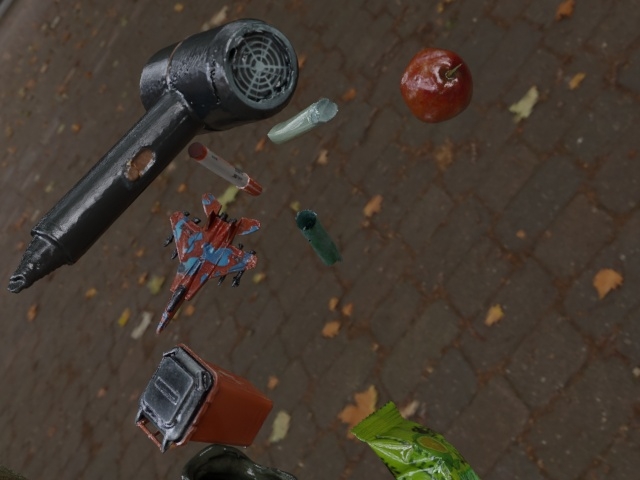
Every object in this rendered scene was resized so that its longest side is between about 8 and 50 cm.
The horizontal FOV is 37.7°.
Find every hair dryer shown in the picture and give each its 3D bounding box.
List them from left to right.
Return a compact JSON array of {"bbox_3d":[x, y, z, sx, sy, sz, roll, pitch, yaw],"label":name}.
[{"bbox_3d":[-0.176,-0.077,0.932,0.352,0.107,0.189,-52,25,-22],"label":"hair dryer"}]

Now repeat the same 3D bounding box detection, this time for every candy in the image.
[{"bbox_3d":[0.160,0.325,1.346,0.246,0.149,0.069,36,107,24],"label":"candy"}]

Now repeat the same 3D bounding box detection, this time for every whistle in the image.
[{"bbox_3d":[0.000,0.000,1.594,0.039,0.186,0.039,-6,68,14],"label":"whistle"}]

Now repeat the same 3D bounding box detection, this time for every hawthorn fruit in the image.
[{"bbox_3d":[0.190,-0.256,1.542,0.125,0.125,0.140,-48,-4,16],"label":"hawthorn fruit"}]

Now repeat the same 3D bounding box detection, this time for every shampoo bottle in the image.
[{"bbox_3d":[-0.040,-0.254,2.027,0.072,0.049,0.212,-39,12,-31],"label":"shampoo bottle"}]

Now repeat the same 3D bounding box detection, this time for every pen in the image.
[{"bbox_3d":[-0.147,-0.109,1.482,0.028,0.239,0.028,-4,77,18],"label":"pen"}]

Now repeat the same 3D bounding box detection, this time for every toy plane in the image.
[{"bbox_3d":[-0.160,0.038,1.215,0.189,0.130,0.061,-60,-5,2],"label":"toy plane"}]

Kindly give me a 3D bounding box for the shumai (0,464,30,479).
[{"bbox_3d":[-0.506,0.370,1.123,0.263,0.309,0.304,-67,8,-17],"label":"shumai"}]

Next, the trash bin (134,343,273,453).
[{"bbox_3d":[-0.228,0.334,1.865,0.161,0.239,0.184,32,91,43],"label":"trash bin"}]

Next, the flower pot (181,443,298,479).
[{"bbox_3d":[-0.165,0.542,1.782,0.213,0.302,0.302,-63,22,20],"label":"flower pot"}]
